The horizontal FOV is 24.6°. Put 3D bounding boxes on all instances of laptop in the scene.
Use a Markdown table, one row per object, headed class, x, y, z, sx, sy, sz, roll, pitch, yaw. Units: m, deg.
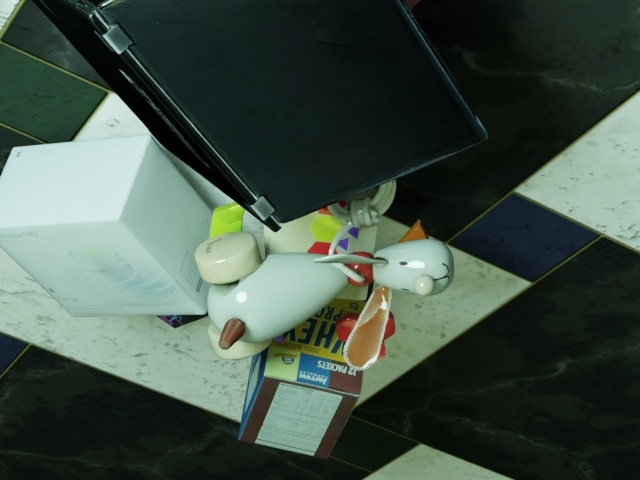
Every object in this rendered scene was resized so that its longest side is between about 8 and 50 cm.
| class | x | y | z | sx | sy | sz | roll | pitch | yaw |
| --- | --- | --- | --- | --- | --- | --- | --- | --- | --- |
| laptop | -0.092 | -0.217 | 1.611 | 0.408 | 0.236 | 0.382 | 37 | 170 | 45 |

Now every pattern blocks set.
| class | x | y | z | sx | sy | sz | roll | pitch | yaw |
| --- | --- | --- | --- | --- | --- | --- | --- | --- | --- |
| pattern blocks set | 0.000 | 0.000 | 1.888 | 0.285 | 0.026 | 0.325 | 13 | 120 | -6 |

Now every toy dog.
| class | x | y | z | sx | sy | sz | roll | pitch | yaw |
| --- | --- | --- | --- | --- | --- | --- | --- | --- | --- |
| toy dog | -0.010 | 0.068 | 1.819 | 0.334 | 0.161 | 0.220 | -27 | 116 | 17 |

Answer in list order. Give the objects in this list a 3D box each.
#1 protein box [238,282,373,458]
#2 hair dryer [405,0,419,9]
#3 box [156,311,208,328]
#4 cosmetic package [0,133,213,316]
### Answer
| class | x | y | z | sx | sy | sz | roll | pitch | yaw |
| --- | --- | --- | --- | --- | --- | --- | --- | --- | --- |
| protein box | -0.021 | 0.168 | 2.080 | 0.136 | 0.200 | 0.201 | 13 | 144 | -7 |
| hair dryer | -0.013 | -0.277 | 1.554 | 0.293 | 0.080 | 0.223 | 2 | 145 | 8 |
| box | -0.224 | 0.067 | 2.127 | 0.116 | 0.029 | 0.162 | -20 | 135 | 35 |
| cosmetic package | -0.275 | -0.013 | 1.905 | 0.224 | 0.138 | 0.224 | -3 | 143 | 30 |
